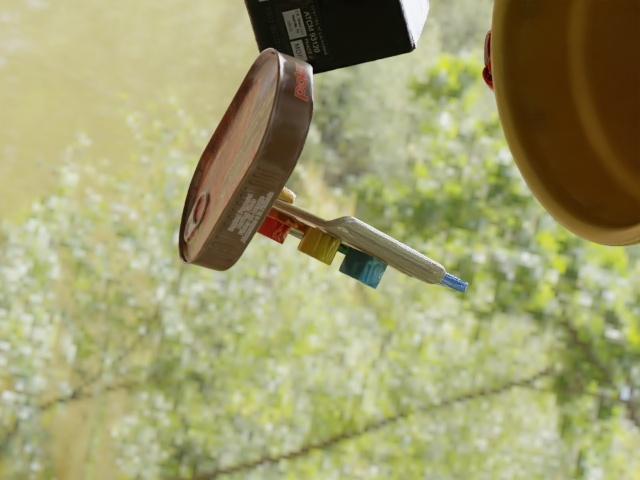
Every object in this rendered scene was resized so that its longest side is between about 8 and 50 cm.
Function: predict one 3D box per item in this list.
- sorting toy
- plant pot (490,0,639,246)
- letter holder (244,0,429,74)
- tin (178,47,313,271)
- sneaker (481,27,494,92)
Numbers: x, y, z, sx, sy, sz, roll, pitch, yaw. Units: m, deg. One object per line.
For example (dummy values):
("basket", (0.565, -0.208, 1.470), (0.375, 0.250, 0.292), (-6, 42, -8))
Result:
("sorting toy", (0.000, 0.000, 1.717), (0.348, 0.196, 0.047), (28, 83, -46))
("plant pot", (0.290, -0.136, 1.263), (0.254, 0.239, 0.254), (30, -56, 57))
("letter holder", (-0.003, -0.340, 1.712), (0.214, 0.152, 0.301), (-66, 143, -67))
("tin", (-0.055, -0.055, 1.260), (0.106, 0.040, 0.189), (-87, -157, -45))
("sneaker", (0.238, -0.208, 1.774), (0.270, 0.145, 0.090), (-89, -177, -65))
